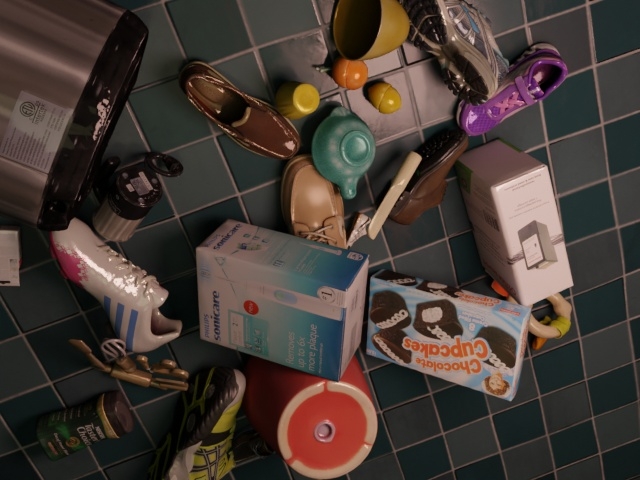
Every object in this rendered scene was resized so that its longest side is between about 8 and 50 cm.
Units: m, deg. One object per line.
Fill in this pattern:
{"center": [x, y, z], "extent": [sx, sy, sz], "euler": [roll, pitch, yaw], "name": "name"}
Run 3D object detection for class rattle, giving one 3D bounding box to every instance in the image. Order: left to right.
{"center": [0.447, 0.152, 1.586], "extent": [0.200, 0.143, 0.130], "euler": [22, 75, -4], "name": "rattle"}

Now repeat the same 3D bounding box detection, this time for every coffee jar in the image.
{"center": [-0.486, 0.382, 1.471], "extent": [0.184, 0.079, 0.096], "euler": [-20, 115, -3], "name": "coffee jar"}

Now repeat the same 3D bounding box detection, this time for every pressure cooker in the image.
{"center": [-0.500, -0.246, 1.025], "extent": [0.421, 0.375, 0.369], "euler": [22, 66, -16], "name": "pressure cooker"}

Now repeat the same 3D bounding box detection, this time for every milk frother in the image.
{"center": [-0.332, -0.085, 1.296], "extent": [0.143, 0.129, 0.135], "euler": [-4, 155, -40], "name": "milk frother"}

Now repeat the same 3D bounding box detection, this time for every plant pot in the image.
{"center": [-0.014, 0.336, 1.423], "extent": [0.275, 0.243, 0.274], "euler": [-2, 99, -13], "name": "plant pot"}
{"center": [0.100, -0.379, 1.243], "extent": [0.095, 0.134, 0.134], "euler": [-3, 116, -35], "name": "plant pot"}

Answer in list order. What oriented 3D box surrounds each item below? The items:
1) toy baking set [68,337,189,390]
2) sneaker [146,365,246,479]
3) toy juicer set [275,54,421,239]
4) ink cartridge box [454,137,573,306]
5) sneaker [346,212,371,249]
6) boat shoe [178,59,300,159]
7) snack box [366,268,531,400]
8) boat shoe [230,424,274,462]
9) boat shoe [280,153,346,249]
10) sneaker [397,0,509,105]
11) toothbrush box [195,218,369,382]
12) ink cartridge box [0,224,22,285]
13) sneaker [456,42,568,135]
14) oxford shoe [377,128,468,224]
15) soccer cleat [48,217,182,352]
{"center": [-0.374, 0.241, 1.402], "extent": [0.256, 0.030, 0.197], "euler": [20, 148, -16], "name": "toy baking set"}
{"center": [-0.242, 0.420, 1.518], "extent": [0.147, 0.145, 0.384], "euler": [18, 118, -27], "name": "sneaker"}
{"center": [0.075, -0.193, 1.334], "extent": [0.209, 0.089, 0.329], "euler": [-40, 112, -17], "name": "toy juicer set"}
{"center": [0.376, -0.038, 1.395], "extent": [0.115, 0.198, 0.272], "euler": [-23, 116, -2], "name": "ink cartridge box"}
{"center": [0.075, -0.014, 1.437], "extent": [0.037, 0.032, 0.083], "euler": [21, 108, -19], "name": "sneaker"}
{"center": [-0.143, -0.219, 1.270], "extent": [0.257, 0.095, 0.095], "euler": [30, 104, -21], "name": "boat shoe"}
{"center": [0.251, 0.187, 1.440], "extent": [0.322, 0.060, 0.187], "euler": [14, 116, 27], "name": "snack box"}
{"center": [-0.131, 0.445, 1.575], "extent": [0.183, 0.066, 0.066], "euler": [-32, 114, 3], "name": "boat shoe"}
{"center": [0.000, 0.000, 1.385], "extent": [0.122, 0.110, 0.341], "euler": [-13, 114, -6], "name": "boat shoe"}
{"center": [0.239, -0.387, 1.286], "extent": [0.122, 0.110, 0.283], "euler": [-43, 105, -28], "name": "sneaker"}
{"center": [-0.074, 0.108, 1.324], "extent": [0.296, 0.126, 0.216], "euler": [16, 124, 17], "name": "toothbrush box"}
{"center": [-0.594, 0.028, 1.324], "extent": [0.063, 0.029, 0.115], "euler": [2, 114, -13], "name": "ink cartridge box"}
{"center": [0.368, -0.281, 1.342], "extent": [0.236, 0.104, 0.095], "euler": [-36, 116, 7], "name": "sneaker"}
{"center": [0.218, -0.123, 1.399], "extent": [0.096, 0.082, 0.227], "euler": [30, 113, -29], "name": "oxford shoe"}
{"center": [-0.374, 0.075, 1.336], "extent": [0.143, 0.116, 0.331], "euler": [-15, 125, 13], "name": "soccer cleat"}
